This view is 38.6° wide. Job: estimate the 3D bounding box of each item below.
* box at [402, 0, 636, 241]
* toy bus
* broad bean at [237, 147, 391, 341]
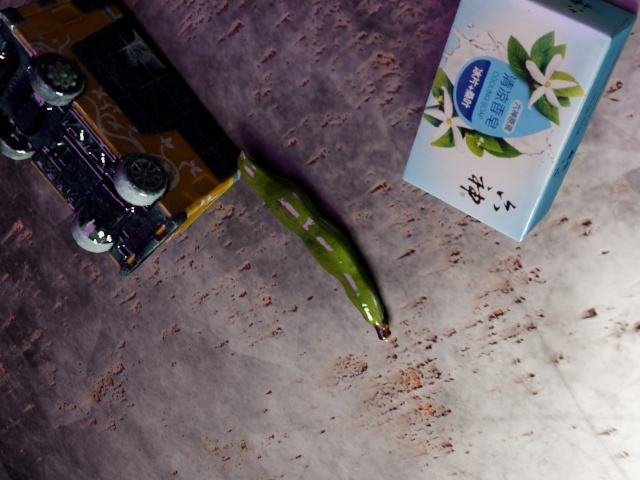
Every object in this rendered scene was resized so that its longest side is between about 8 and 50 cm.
[{"bbox_3d":[0.185,-0.133,0.885,0.142,0.083,0.232,30,127,19],"label":"box"},{"bbox_3d":[-0.267,-0.143,1.141,0.323,0.194,0.162,51,133,-2],"label":"toy bus"},{"bbox_3d":[0.000,-0.001,1.121,0.297,0.043,0.060,50,142,2],"label":"broad bean"}]
